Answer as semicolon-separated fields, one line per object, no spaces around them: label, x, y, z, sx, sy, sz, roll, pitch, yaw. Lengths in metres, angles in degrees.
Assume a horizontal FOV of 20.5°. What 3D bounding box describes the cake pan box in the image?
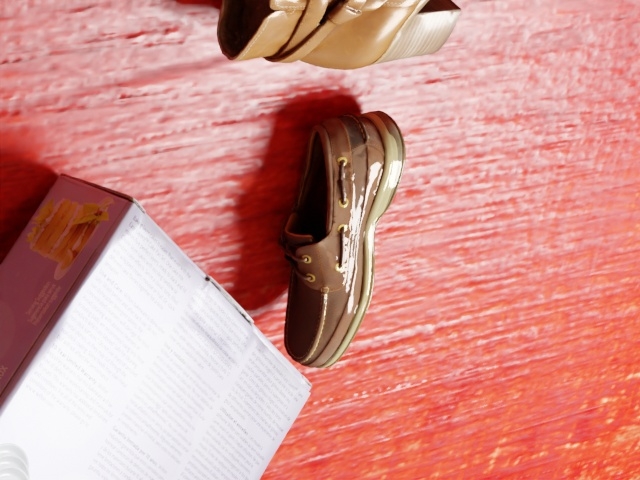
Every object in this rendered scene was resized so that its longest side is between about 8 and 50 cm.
cake pan box;-0.132;0.130;1.060;0.245;0.070;0.267;-58;143;-14

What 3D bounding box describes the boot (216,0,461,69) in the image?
boot;0.029;-0.179;0.994;0.152;0.073;0.197;-7;127;-37

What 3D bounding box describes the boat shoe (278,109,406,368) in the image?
boat shoe;0.000;0.000;1.131;0.060;0.064;0.178;-1;117;-33
